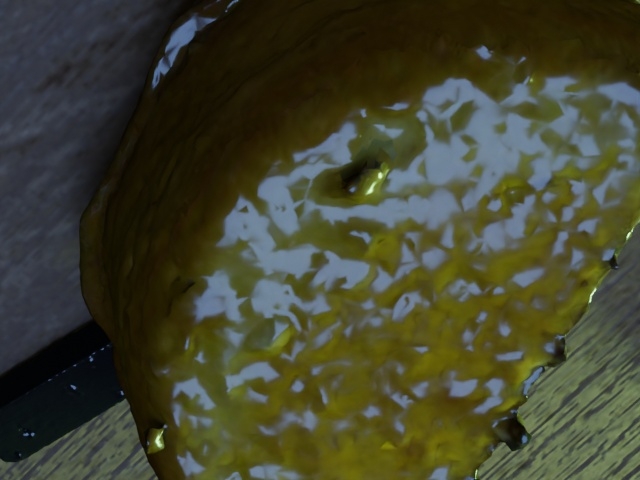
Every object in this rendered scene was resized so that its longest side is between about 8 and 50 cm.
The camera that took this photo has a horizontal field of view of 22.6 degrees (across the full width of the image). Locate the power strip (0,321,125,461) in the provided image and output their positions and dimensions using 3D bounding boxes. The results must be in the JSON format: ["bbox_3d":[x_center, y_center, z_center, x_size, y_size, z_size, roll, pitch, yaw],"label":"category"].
[{"bbox_3d":[-0.126,0.072,0.824,0.111,0.029,0.038,-30,126,10],"label":"power strip"}]

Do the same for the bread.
[{"bbox_3d":[0.000,0.000,0.703,0.179,0.194,0.340,22,111,-23],"label":"bread"}]
